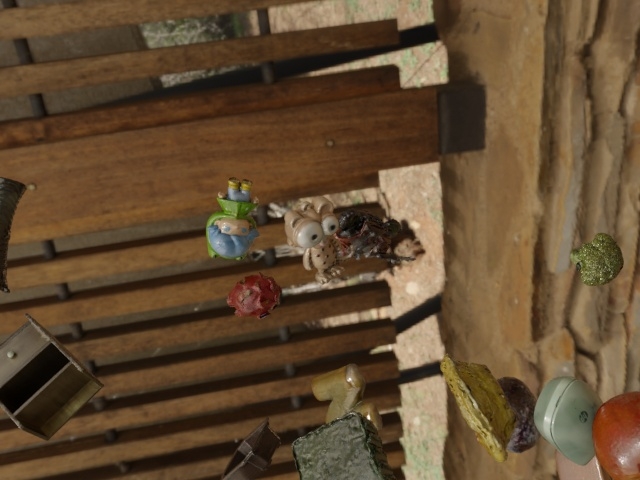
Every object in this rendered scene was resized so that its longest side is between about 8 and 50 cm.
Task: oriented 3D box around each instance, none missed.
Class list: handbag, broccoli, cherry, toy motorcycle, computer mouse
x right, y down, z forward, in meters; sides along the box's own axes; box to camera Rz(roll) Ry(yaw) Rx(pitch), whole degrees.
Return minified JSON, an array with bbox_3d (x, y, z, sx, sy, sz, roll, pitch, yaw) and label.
[{"bbox_3d":[0.763,0.680,1.669,0.151,0.072,0.193,-25,69,47],"label":"handbag"},{"bbox_3d":[0.660,0.047,1.400,0.120,0.130,0.131,24,84,57],"label":"broccoli"},{"bbox_3d":[0.680,0.623,2.126,0.255,0.218,0.296,87,166,-50],"label":"cherry"},{"bbox_3d":[0.184,0.002,2.052,0.207,0.401,0.134,-56,47,26],"label":"toy motorcycle"},{"bbox_3d":[0.582,0.407,1.304,0.288,0.159,0.097,40,163,-31],"label":"computer mouse"}]

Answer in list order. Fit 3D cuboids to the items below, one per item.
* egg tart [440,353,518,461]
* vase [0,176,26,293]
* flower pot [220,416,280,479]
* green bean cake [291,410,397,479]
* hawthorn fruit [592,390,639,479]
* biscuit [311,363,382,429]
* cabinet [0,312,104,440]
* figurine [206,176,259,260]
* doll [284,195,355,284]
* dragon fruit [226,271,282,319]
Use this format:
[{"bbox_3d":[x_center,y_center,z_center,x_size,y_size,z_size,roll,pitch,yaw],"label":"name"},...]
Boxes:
[{"bbox_3d":[0.470,0.470,1.700,0.341,0.132,0.341,61,-174,-10],"label":"egg tart"},{"bbox_3d":[-0.697,-0.014,1.245,0.115,0.116,0.237,104,174,-78],"label":"vase"},{"bbox_3d":[-0.211,0.682,1.846,0.251,0.084,0.179,-50,4,41],"label":"flower pot"},{"bbox_3d":[0.066,0.628,1.604,0.132,0.241,0.255,50,-167,-53],"label":"green bean cake"},{"bbox_3d":[0.642,0.391,1.180,0.225,0.197,0.196,-90,-6,-65],"label":"hawthorn fruit"},{"bbox_3d":[0.081,0.561,2.025,0.291,0.062,0.236,-33,77,52],"label":"biscuit"},{"bbox_3d":[-0.662,0.315,1.362,0.215,0.175,0.148,37,157,18],"label":"cabinet"},{"bbox_3d":[-0.265,-0.061,1.798,0.143,0.162,0.263,45,126,57],"label":"figurine"},{"bbox_3d":[-0.002,0.002,1.602,0.119,0.154,0.278,42,168,45],"label":"doll"},{"bbox_3d":[-0.196,0.163,1.690,0.133,0.166,0.136,-19,-81,-74],"label":"dragon fruit"}]
